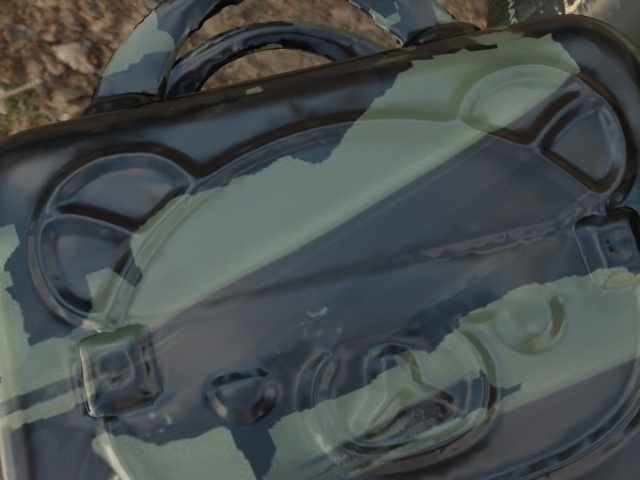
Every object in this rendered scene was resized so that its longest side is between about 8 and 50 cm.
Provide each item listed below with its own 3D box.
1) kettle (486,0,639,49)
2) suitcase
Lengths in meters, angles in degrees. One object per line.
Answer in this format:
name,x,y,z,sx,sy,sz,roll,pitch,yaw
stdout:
kettle,0.267,-0.187,0.803,0.203,0.308,0.262,17,73,-8
suitcase,0.011,0.030,0.518,0.351,0.194,0.339,-14,71,-8
